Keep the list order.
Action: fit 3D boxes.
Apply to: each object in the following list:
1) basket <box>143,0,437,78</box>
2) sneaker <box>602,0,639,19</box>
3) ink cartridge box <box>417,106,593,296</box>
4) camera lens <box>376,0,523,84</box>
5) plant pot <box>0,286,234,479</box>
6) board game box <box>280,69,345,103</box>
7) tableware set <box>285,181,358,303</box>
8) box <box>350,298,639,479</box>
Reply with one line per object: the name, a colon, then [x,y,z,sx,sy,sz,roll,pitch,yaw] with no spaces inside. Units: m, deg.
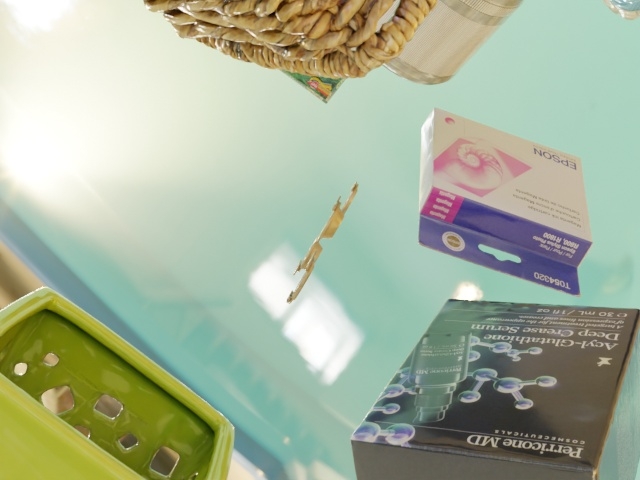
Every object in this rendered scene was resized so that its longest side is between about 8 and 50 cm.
basket: [-0.002,-0.261,0.585,0.223,0.299,0.213,32,171,-11]
sneaker: [0.136,-0.190,0.422,0.063,0.073,0.162,-25,73,21]
ink cartridge box: [0.343,-0.080,1.647,0.324,0.330,0.071,18,134,-10]
camera lens: [0.197,-0.404,1.425,0.219,0.219,0.274,43,131,-2]
plant pot: [-0.225,0.199,0.721,0.227,0.207,0.228,38,-175,-5]
board game box: [-0.053,-0.372,1.587,0.260,0.136,0.030,36,177,7]
tableware set: [0.000,0.000,1.102,0.020,0.141,0.168,30,108,-1]
box: [0.257,0.258,1.188,0.293,0.395,0.212,1,113,27]
